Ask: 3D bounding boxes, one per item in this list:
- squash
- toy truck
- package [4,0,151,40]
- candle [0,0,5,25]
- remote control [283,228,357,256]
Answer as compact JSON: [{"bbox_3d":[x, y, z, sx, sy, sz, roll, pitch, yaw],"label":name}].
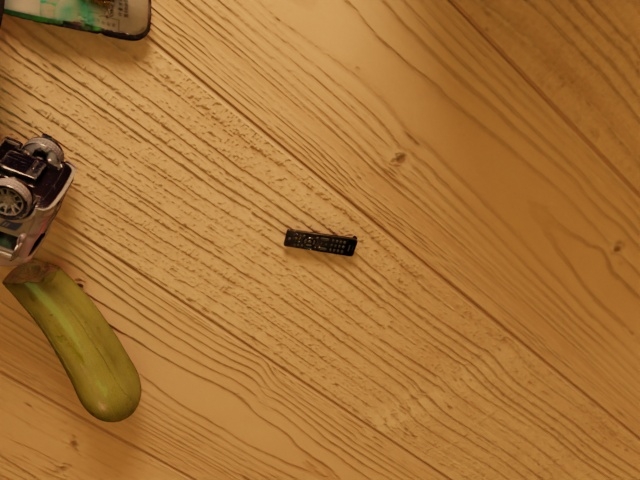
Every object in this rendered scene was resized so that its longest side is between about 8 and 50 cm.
[{"bbox_3d":[-0.308,0.133,0.895,0.083,0.083,0.250,-21,116,7],"label":"squash"},{"bbox_3d":[-0.421,-0.063,0.757,0.268,0.124,0.155,22,122,-13],"label":"toy truck"},{"bbox_3d":[-0.276,-0.295,0.689,0.232,0.040,0.166,12,117,-9],"label":"package"},{"bbox_3d":[-0.473,-0.230,0.601,0.343,0.221,0.221,-5,119,7],"label":"candle"},{"bbox_3d":[0.000,0.000,0.881,0.091,0.016,0.034,8,133,-8],"label":"remote control"}]
